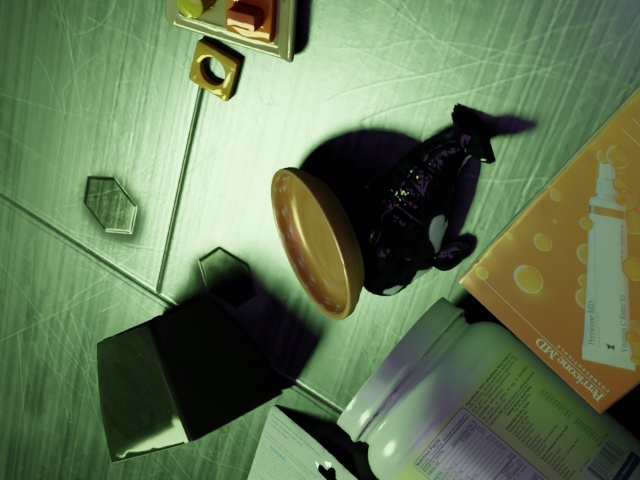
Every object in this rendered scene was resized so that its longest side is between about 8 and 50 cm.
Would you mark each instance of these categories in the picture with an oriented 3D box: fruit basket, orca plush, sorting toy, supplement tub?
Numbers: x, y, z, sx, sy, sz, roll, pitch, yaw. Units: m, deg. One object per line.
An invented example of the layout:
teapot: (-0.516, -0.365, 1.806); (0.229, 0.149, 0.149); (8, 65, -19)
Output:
fruit basket: (-0.018, 0.458, 2.020); (0.327, 0.165, 0.353); (34, 108, 45)
orca plush: (0.106, -0.019, 1.712); (0.151, 0.102, 0.287); (48, 134, 0)
sorting toy: (-0.113, -0.308, 1.723); (0.196, 0.047, 0.347); (22, 129, 23)
supplement tub: (0.205, 0.244, 1.720); (0.325, 0.235, 0.235); (40, 134, 9)

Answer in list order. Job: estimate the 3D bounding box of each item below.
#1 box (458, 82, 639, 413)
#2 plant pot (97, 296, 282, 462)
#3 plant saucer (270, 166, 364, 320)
box: (0.339, -0.019, 1.496); (0.215, 0.168, 0.345); (43, 135, 5)
plant pot: (-0.201, 0.185, 2.029); (0.188, 0.187, 0.167); (-22, 91, 43)
plant saucer: (0.000, 0.000, 1.797); (0.200, 0.037, 0.200); (53, 156, 35)
